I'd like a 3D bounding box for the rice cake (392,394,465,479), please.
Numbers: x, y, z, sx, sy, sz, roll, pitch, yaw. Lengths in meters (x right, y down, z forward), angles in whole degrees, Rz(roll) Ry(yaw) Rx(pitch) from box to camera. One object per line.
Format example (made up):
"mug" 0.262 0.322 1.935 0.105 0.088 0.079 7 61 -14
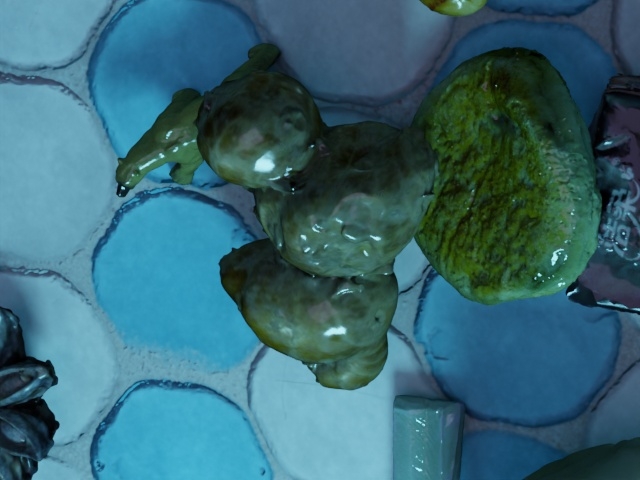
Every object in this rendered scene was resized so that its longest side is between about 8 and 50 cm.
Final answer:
"rice cake" 0.119 0.282 1.916 0.080 0.042 0.221 4 103 10

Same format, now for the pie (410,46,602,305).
"pie" 0.185 -0.060 1.748 0.277 0.078 0.277 14 106 56

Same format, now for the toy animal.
"toy animal" -0.131 -0.123 1.855 0.219 0.101 0.103 -26 96 19

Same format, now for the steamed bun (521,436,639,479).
"steamed bun" 0.289 0.396 1.787 0.368 0.255 0.342 -13 81 -10

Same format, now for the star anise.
"star anise" -0.399 0.191 2.005 0.223 0.109 0.236 3 91 20

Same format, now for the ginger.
"ginger" 0.000 0.000 1.799 0.256 0.176 0.375 5 125 12

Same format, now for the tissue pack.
"tissue pack" 0.425 -0.027 1.718 0.332 0.123 0.245 11 103 10

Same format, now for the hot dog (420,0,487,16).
"hot dog" 0.095 -0.346 1.708 0.257 0.153 0.150 35 139 16
